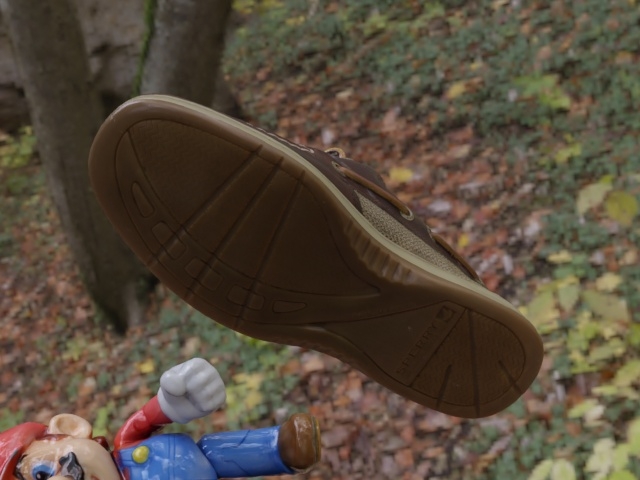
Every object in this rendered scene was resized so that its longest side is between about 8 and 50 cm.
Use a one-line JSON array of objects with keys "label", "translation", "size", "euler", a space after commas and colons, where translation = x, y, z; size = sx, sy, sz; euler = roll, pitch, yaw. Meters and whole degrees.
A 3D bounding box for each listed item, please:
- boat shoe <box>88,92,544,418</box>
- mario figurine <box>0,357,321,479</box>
[{"label": "boat shoe", "translation": [0.000, 0.000, 0.780], "size": [0.342, 0.123, 0.123], "euler": [28, 22, -19]}, {"label": "mario figurine", "translation": [-0.158, 0.225, 0.997], "size": [0.321, 0.170, 0.198], "euler": [-1, 47, -5]}]
